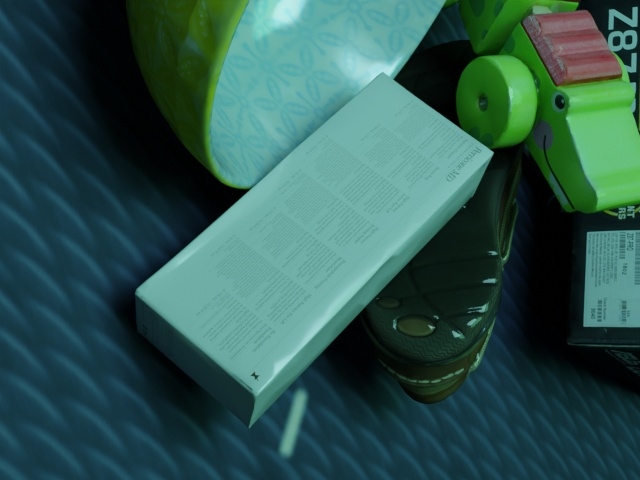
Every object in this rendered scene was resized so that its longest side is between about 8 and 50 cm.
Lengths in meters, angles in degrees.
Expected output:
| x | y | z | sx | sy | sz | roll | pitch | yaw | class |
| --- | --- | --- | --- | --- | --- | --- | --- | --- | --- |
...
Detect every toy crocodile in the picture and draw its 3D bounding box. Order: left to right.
| x | y | z | sx | sy | sz | roll | pitch | yaw | class |
| --- | --- | --- | --- | --- | --- | --- | --- | --- | --- |
| 0.148 | -0.166 | 0.794 | 0.115 | 0.105 | 0.340 | -6 | 59 | -25 | toy crocodile |

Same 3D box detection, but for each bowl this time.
| x | y | z | sx | sy | sz | roll | pitch | yaw | class |
| --- | --- | --- | --- | --- | --- | --- | --- | --- | --- |
| -0.029 | -0.192 | 0.669 | 0.156 | 0.289 | 0.289 | 37 | 46 | 15 | bowl |

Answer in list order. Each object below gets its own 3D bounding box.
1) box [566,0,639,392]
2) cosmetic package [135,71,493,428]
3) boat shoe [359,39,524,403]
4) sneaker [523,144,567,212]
| x | y | z | sx | sy | sz | roll | pitch | yaw | class |
| --- | --- | --- | --- | --- | --- | --- | --- | --- | --- |
| 0.322 | -0.062 | 1.030 | 0.318 | 0.097 | 0.394 | 33 | 59 | -59 | box |
| 0.000 | 0.000 | 0.696 | 0.099 | 0.060 | 0.239 | 38 | 61 | 16 | cosmetic package |
| 0.093 | -0.021 | 0.836 | 0.120 | 0.123 | 0.324 | 82 | 21 | -49 | boat shoe |
| 0.195 | -0.106 | 0.980 | 0.072 | 0.077 | 0.178 | -65 | 149 | -49 | sneaker |
